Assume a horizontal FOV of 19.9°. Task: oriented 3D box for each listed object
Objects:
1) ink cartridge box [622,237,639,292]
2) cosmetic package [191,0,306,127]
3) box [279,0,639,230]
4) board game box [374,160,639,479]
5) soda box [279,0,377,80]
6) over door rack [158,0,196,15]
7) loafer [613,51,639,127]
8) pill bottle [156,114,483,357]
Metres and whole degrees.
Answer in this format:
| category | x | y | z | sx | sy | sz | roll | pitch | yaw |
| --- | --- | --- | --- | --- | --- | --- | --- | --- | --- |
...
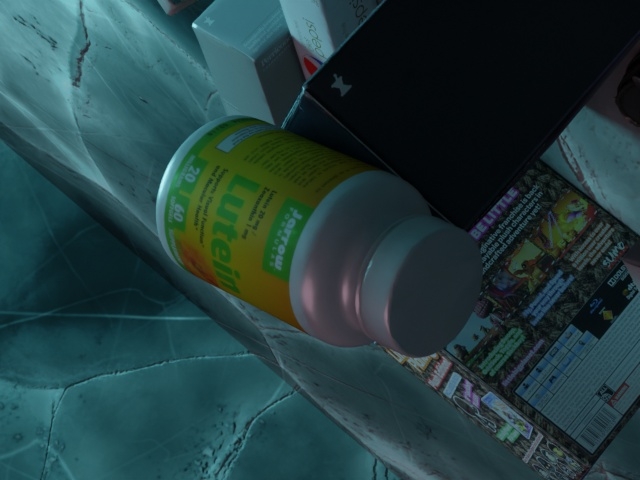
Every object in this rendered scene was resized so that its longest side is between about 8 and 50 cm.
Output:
| category | x | y | z | sx | sy | sz | roll | pitch | yaw |
| --- | --- | --- | --- | --- | --- | --- | --- | --- | --- |
| ink cartridge box | 0.386 | 0.046 | 1.666 | 0.127 | 0.128 | 0.176 | 21 | 154 | 47 |
| cosmetic package | -0.044 | -0.189 | 2.020 | 0.107 | 0.127 | 0.238 | 34 | 162 | 25 |
| box | 0.111 | -0.123 | 1.572 | 0.182 | 0.296 | 0.294 | 42 | 162 | 2 |
| board game box | 0.222 | 0.079 | 1.909 | 0.291 | 0.232 | 0.141 | 39 | 162 | 11 |
| soda box | 0.016 | -0.220 | 1.904 | 0.069 | 0.074 | 0.216 | 31 | 159 | 29 |
| over door rack | -0.194 | -0.267 | 1.169 | 0.324 | 0.108 | 0.239 | 34 | 163 | -6 |
| loafer | 0.322 | -0.111 | 1.508 | 0.096 | 0.084 | 0.267 | 49 | 161 | -21 |
| pill bottle | 0.000 | 0.000 | 1.393 | 0.245 | 0.136 | 0.136 | 25 | 155 | 41 |
